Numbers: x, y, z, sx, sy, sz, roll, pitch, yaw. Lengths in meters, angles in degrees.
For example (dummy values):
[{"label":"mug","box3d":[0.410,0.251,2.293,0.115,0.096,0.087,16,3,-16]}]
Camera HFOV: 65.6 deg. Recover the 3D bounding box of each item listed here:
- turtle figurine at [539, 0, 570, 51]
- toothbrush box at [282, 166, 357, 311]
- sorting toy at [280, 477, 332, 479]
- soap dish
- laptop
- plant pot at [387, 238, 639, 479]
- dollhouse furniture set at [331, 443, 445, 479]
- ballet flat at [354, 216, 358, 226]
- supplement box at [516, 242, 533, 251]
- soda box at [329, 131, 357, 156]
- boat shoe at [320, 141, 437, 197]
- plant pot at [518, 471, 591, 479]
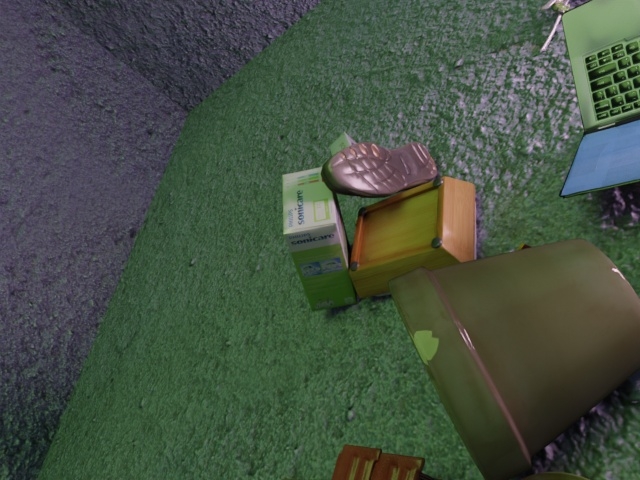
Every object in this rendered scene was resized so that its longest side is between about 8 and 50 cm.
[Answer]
[{"label":"turtle figurine","box3d":[0.593,-0.584,1.118,0.267,0.198,0.274,-19,56,20]},{"label":"toothbrush box","box3d":[0.000,0.000,1.186,0.122,0.283,0.206,-12,44,7]},{"label":"sorting toy","box3d":[-0.027,0.557,0.848,0.229,0.041,0.307,-13,34,30]},{"label":"soap dish","box3d":[0.199,-0.006,1.111,0.291,0.118,0.228,-19,46,39]},{"label":"laptop","box3d":[0.577,-0.299,0.787,0.382,0.237,0.407,-14,80,44]},{"label":"plant pot","box3d":[0.297,0.144,0.729,0.281,0.323,0.323,-27,39,9]},{"label":"dollhouse furniture set","box3d":[0.096,0.509,0.698,0.152,0.201,0.373,-9,53,46]},{"label":"ballet flat","box3d":[0.115,-0.047,1.322,0.041,0.041,0.114,-52,33,3]},{"label":"supplement box","box3d":[0.389,0.048,0.896,0.055,0.043,0.083,-54,34,-3]},{"label":"soda box","box3d":[0.091,-0.237,1.496,0.074,0.069,0.216,-41,35,20]},{"label":"boat shoe","box3d":[0.133,-0.147,1.177,0.130,0.356,0.132,-34,72,46]},{"label":"plant pot","box3d":[0.322,0.431,0.645,0.236,0.032,0.236,-31,41,30]}]
